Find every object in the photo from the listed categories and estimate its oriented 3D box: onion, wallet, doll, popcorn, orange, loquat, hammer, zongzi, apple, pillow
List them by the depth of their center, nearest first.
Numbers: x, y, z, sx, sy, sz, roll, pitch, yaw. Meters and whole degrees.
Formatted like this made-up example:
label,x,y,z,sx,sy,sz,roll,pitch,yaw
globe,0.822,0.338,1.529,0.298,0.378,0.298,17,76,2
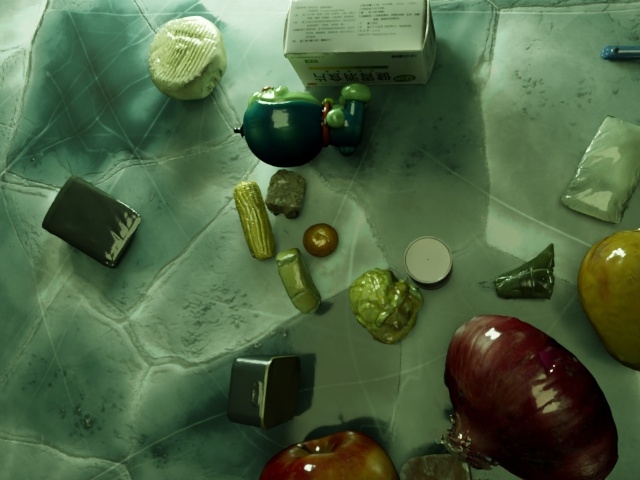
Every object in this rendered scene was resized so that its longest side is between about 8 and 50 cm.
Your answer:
label,x,y,z,sx,sy,sz,roll,pitch,yaw
onion,0.343,0.311,0.986,0.285,0.347,0.347,-34,74,-8
loquat,0.623,0.110,1.008,0.276,0.276,0.284,-7,82,12
apple,0.030,0.530,1.065,0.288,0.288,0.317,-23,86,9
pillow,0.617,-0.150,1.157,0.128,0.051,0.229,29,86,14
popcorn,0.140,0.141,1.168,0.173,0.173,0.142,31,93,16
hammer,0.711,-0.402,1.177,0.194,0.069,0.116,9,83,23
zongzi,0.422,0.063,1.177,0.154,0.062,0.130,-3,58,29
doll,-0.040,-0.266,1.262,0.322,0.198,0.186,-3,92,4
orange,0.000,0.000,1.267,0.083,0.070,0.083,-1,71,4
wallet,-0.596,-0.048,1.432,0.245,0.052,0.168,30,88,12

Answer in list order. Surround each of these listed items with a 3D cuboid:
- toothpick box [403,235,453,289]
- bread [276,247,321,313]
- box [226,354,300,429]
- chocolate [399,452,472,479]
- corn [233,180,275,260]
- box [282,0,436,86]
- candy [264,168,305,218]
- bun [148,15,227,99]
label,x,y,z,sx,sy,sz,roll,pitch,yaw
toothpick box,0.231,0.051,1.161,0.098,0.149,0.098,-2,80,13
bread,-0.050,0.093,1.237,0.064,0.117,0.156,-24,76,7
box,-0.119,0.317,1.175,0.090,0.201,0.144,3,82,18
chocolate,0.257,0.559,1.103,0.157,0.080,0.254,-17,75,25
corn,-0.159,-0.048,1.315,0.072,0.072,0.203,-20,78,9
box,0.097,-0.462,1.272,0.333,0.173,0.145,3,83,14
candy,-0.086,-0.109,1.307,0.095,0.085,0.110,14,73,7
bun,-0.332,-0.450,1.394,0.220,0.134,0.220,-4,78,18
